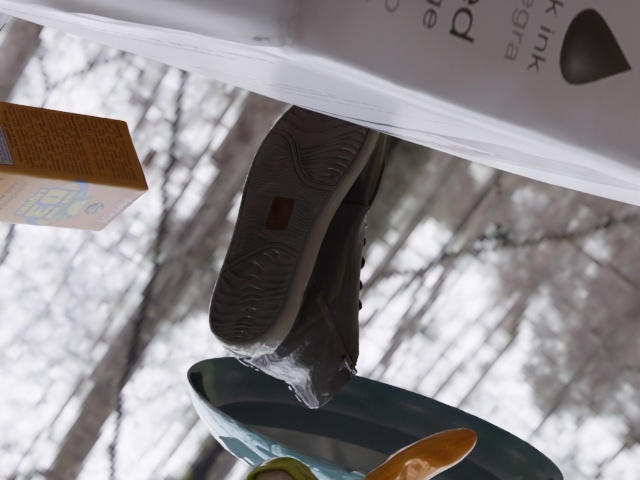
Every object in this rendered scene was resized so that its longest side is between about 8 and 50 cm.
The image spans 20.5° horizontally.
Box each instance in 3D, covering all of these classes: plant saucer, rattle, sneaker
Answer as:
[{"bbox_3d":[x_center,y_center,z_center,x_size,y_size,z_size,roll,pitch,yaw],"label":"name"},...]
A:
[{"bbox_3d":[0.040,0.166,1.437,0.317,0.044,0.317,15,-173,-2],"label":"plant saucer"},{"bbox_3d":[0.027,0.221,1.022,0.142,0.130,0.200,-3,-122,-5],"label":"rattle"},{"bbox_3d":[0.000,0.000,1.233,0.083,0.222,0.118,13,158,32],"label":"sneaker"}]

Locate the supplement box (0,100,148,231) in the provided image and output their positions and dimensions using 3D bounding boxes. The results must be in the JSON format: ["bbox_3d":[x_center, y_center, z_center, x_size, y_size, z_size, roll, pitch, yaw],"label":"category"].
[{"bbox_3d":[-0.257,-0.064,1.483,0.233,0.078,0.080,3,-124,-50],"label":"supplement box"}]

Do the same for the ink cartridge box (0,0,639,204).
[{"bbox_3d":[0.085,-0.170,0.611,0.166,0.285,0.395,17,-177,37],"label":"ink cartridge box"}]

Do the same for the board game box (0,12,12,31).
[{"bbox_3d":[-0.210,-0.212,0.914,0.066,0.318,0.318,43,-167,13],"label":"board game box"}]
